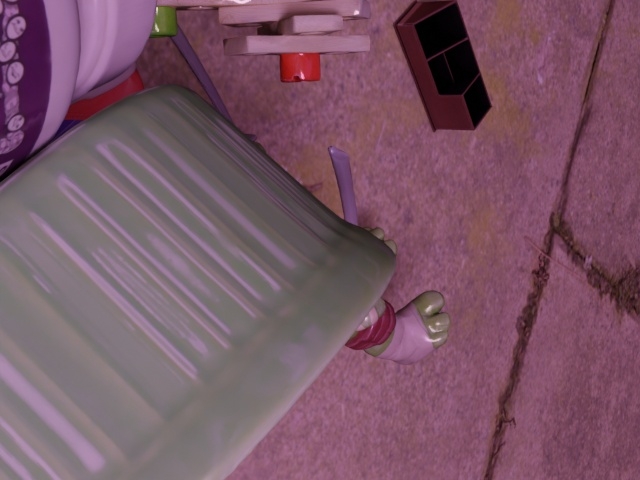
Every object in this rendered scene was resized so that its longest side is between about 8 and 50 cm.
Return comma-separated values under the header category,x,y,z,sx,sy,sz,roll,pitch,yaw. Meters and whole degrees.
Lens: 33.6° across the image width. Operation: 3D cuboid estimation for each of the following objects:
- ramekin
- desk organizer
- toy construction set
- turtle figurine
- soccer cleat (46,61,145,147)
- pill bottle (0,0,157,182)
category,x,y,z,sx,sy,sz,roll,pitch,yaw
ramekin,-0.118,0.062,0.542,0.148,0.303,0.303,45,53,-2
desk organizer,0.125,-0.174,1.065,0.047,0.050,0.130,-51,131,-33
toy construction set,-0.083,-0.260,0.726,0.215,0.151,0.328,-11,87,-51
turtle figurine,0.000,0.000,0.823,0.266,0.197,0.275,13,89,-50
soccer cleat,-0.215,-0.019,0.636,0.318,0.108,0.116,-46,132,-40
pill bottle,-0.202,-0.078,0.406,0.301,0.169,0.169,-39,124,-50
